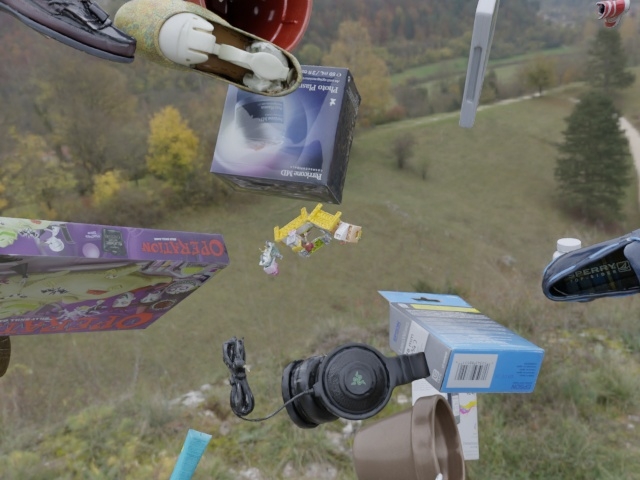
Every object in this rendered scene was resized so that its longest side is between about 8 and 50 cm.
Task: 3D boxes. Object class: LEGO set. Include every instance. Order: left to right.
[{"bbox_3d":[0.000,0.000,1.438,0.287,0.107,0.132,-17,44,37],"label":"LEGO set"}]

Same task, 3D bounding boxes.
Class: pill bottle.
[{"bbox_3d":[0.534,0.057,1.384,0.065,0.116,0.065,-4,19,1],"label":"pill bottle"}]

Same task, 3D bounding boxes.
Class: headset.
[{"bbox_3d":[0.013,0.236,1.155,0.394,0.185,0.243,-5,-16,-37],"label":"headset"}]

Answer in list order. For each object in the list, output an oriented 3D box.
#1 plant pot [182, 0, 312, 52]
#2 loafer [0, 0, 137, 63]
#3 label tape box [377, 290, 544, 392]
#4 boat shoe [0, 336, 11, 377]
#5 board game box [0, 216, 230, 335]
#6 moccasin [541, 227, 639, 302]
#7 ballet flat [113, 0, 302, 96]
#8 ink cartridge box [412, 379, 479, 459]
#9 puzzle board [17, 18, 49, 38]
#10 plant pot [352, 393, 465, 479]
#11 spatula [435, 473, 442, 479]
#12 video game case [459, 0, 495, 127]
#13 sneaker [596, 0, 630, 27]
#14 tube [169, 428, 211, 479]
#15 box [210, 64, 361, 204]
[{"bbox_3d":[-0.205,-0.510,1.342,0.272,0.272,0.265,-22,25,-36],"label":"plant pot"},{"bbox_3d":[-0.424,-0.375,0.992,0.303,0.095,0.109,23,19,-11],"label":"loafer"},{"bbox_3d":[0.294,0.223,1.454,0.241,0.105,0.334,6,13,-23],"label":"label tape box"},{"bbox_3d":[-0.483,0.134,0.924,0.045,0.135,0.050,-15,-11,15],"label":"boat shoe"},{"bbox_3d":[-0.298,0.049,0.721,0.208,0.056,0.347,-31,-23,37],"label":"board game box"},{"bbox_3d":[0.546,0.051,1.083,0.342,0.137,0.117,-27,3,35],"label":"moccasin"},{"bbox_3d":[-0.181,-0.338,1.139,0.349,0.123,0.123,13,7,-33],"label":"ballet flat"},{"bbox_3d":[0.407,0.556,2.093,0.131,0.306,0.226,-10,-19,39],"label":"ink cartridge box"},{"bbox_3d":[-0.669,-0.511,1.433,0.096,0.011,0.128,54,12,28],"label":"puzzle board"},{"bbox_3d":[0.210,0.527,1.579,0.229,0.263,0.263,-16,15,22],"label":"plant pot"},{"bbox_3d":[0.141,0.505,1.050,0.019,0.168,0.242,21,64,6],"label":"spatula"},{"bbox_3d":[0.361,-0.466,1.411,0.036,0.300,0.329,12,56,13],"label":"video game case"},{"bbox_3d":[0.675,-0.533,1.514,0.067,0.042,0.118,-7,-7,5],"label":"sneaker"},{"bbox_3d":[-0.391,0.657,1.871,0.080,0.207,0.052,31,-11,-41],"label":"tube"},{"bbox_3d":[-0.079,-0.262,1.575,0.297,0.293,0.183,7,-9,15],"label":"box"}]
